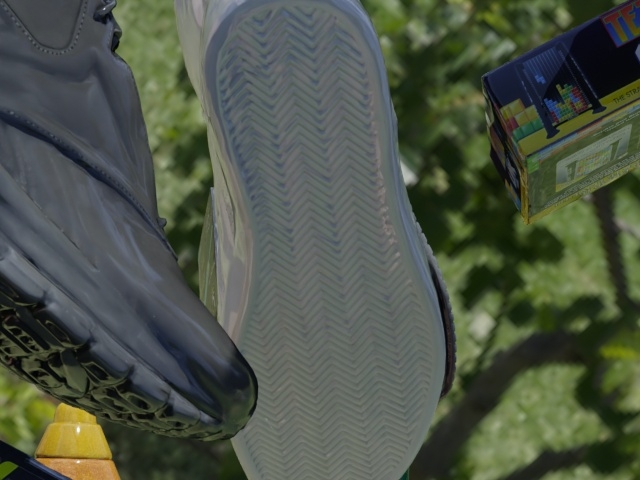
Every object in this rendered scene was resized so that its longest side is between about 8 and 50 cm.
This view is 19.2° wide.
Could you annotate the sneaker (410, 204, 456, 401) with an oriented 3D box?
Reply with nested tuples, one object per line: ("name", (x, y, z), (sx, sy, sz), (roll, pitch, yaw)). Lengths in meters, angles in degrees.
("sneaker", (0.000, 0.000, 1.490), (0.146, 0.122, 0.331), (-28, 108, -21))

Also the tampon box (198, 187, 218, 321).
("tampon box", (-0.071, 0.044, 2.003), (0.101, 0.120, 0.161), (3, 50, -11))

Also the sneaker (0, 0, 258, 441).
("sneaker", (-0.105, -0.041, 0.676), (0.286, 0.109, 0.130), (50, 64, -26))

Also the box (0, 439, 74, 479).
("box", (-0.190, 0.140, 0.592), (0.216, 0.060, 0.270), (24, 32, 19))

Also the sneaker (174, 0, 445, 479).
("sneaker", (-0.007, -0.025, 0.896), (0.108, 0.293, 0.169), (-6, 34, -4))

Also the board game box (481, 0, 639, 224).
("board game box", (0.163, -0.079, 0.912), (0.048, 0.170, 0.141), (63, 0, 13))

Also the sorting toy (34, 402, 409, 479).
("sorting toy", (-0.072, 0.153, 1.104), (0.127, 0.365, 0.126), (8, 79, -43))
